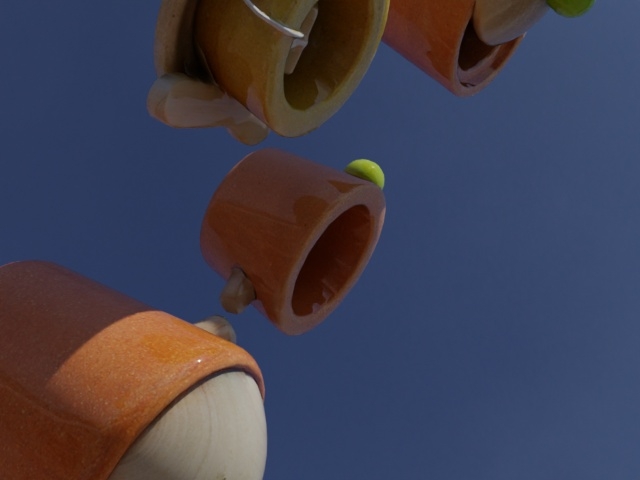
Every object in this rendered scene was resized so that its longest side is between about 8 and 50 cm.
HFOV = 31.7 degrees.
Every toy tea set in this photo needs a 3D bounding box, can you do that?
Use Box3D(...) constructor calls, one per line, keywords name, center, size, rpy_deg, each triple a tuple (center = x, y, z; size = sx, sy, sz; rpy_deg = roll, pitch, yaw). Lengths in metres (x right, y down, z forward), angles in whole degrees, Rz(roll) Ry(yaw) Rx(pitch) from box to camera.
Box3D(name="toy tea set", center=(0.000, 0.000, 0.416), size=(0.124, 0.200, 0.336), rpy_deg=(31, -93, 23))
